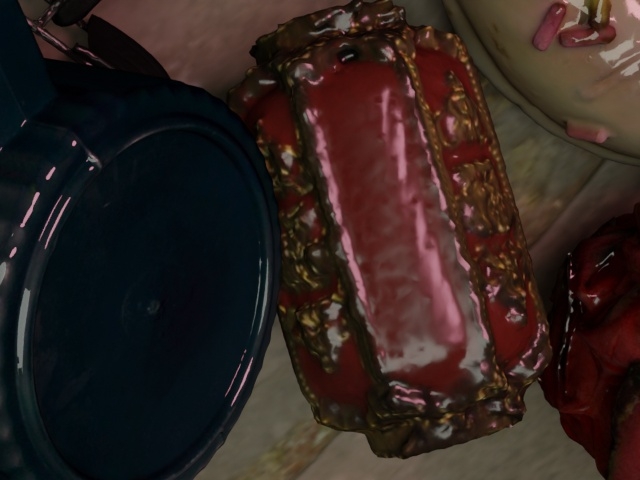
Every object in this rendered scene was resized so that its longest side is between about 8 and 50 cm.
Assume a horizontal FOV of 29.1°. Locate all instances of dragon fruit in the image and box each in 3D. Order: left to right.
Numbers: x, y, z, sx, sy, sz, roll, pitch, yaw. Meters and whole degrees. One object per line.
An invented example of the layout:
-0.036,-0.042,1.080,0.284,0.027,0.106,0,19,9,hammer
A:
0.244,0.100,0.796,0.234,0.234,0.293,4,101,-4,dragon fruit

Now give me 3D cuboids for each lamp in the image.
0.040,-0.006,0.758,0.177,0.177,0.274,-18,86,3,lamp

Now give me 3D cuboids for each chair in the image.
-0.122,-0.170,0.744,0.145,0.140,0.221,-42,107,8,chair

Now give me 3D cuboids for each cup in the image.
-0.196,-0.018,0.667,0.292,0.242,0.308,12,109,31,cup

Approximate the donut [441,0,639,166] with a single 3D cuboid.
0.248,-0.219,0.742,0.383,0.142,0.382,-1,107,-3,donut
